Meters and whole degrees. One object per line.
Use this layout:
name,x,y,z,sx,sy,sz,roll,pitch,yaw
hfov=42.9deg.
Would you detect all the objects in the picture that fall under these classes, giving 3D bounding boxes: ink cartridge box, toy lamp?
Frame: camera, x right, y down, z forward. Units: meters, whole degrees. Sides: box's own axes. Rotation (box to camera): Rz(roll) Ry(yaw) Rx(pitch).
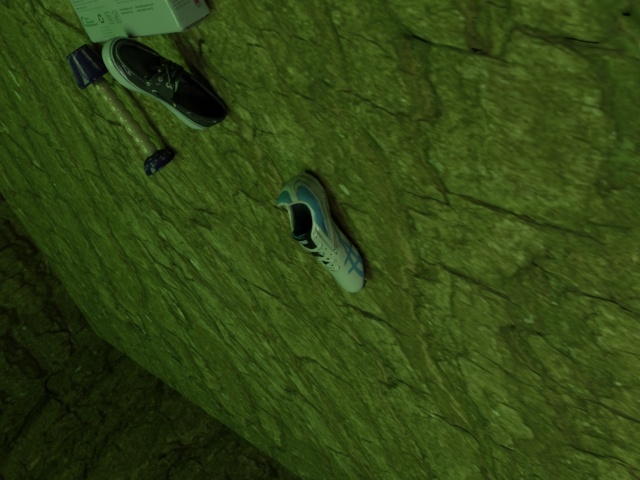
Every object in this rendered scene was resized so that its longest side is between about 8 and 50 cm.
ink cartridge box,-0.339,-0.467,1.233,0.324,0.071,0.330,14,135,50
toy lamp,-0.395,-0.259,1.605,0.080,0.080,0.275,0,129,57

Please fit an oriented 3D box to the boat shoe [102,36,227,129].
boat shoe,-0.243,-0.255,1.319,0.076,0.080,0.228,-4,147,45

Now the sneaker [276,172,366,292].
sneaker,0.000,0.000,1.348,0.085,0.086,0.237,8,135,51
